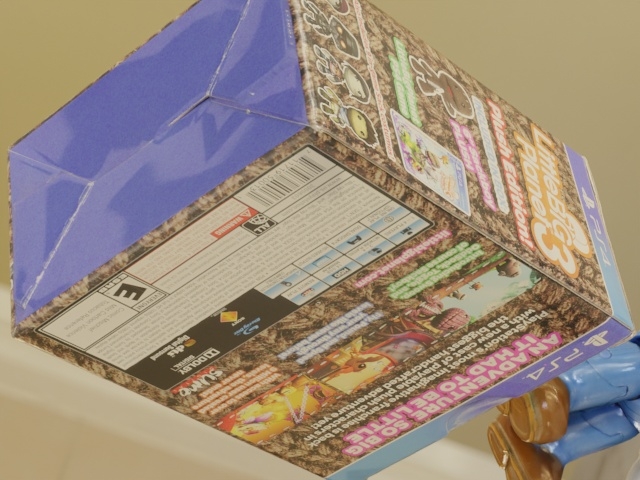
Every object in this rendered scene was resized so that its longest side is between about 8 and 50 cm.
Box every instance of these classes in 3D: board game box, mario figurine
[{"bbox_3d":[0.000,0.000,1.033,0.232,0.291,0.141,-32,47,28],"label":"board game box"},{"bbox_3d":[0.293,0.110,1.275,0.198,0.320,0.170,124,127,-75],"label":"mario figurine"}]
